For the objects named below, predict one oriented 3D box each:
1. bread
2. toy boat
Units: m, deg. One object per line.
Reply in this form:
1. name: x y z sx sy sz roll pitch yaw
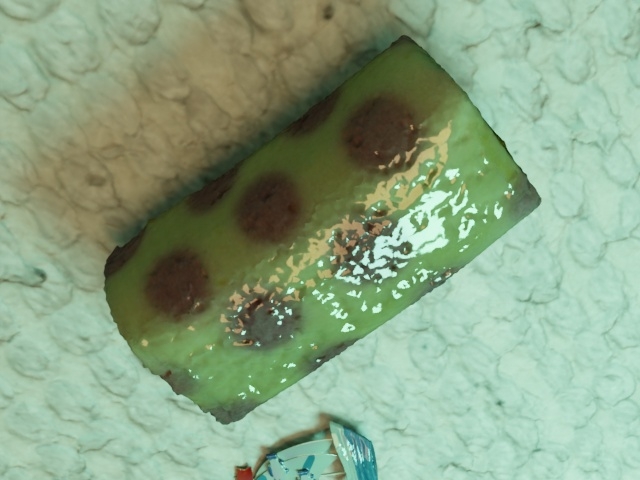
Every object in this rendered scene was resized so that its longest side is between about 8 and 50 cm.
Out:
1. bread: 0.000 0.000 0.912 0.338 0.155 0.187 -36 128 10
2. toy boat: -0.009 0.226 1.145 0.149 0.034 0.105 11 123 -6
